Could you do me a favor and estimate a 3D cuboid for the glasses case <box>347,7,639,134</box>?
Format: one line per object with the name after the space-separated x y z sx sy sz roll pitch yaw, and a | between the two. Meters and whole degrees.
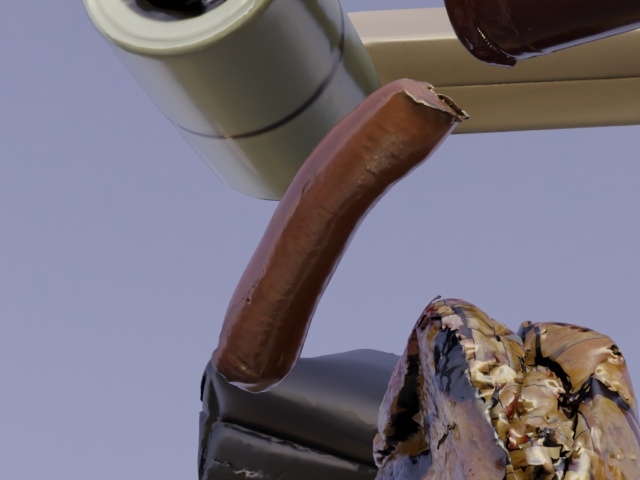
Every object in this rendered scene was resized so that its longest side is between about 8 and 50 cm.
0.178 -0.133 1.356 0.336 0.144 0.076 -3 -74 -3 | glasses case

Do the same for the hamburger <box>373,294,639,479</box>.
0.087 0.136 0.795 0.106 0.231 0.231 2 -53 -10 | hamburger

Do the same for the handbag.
0.091 0.169 1.486 0.288 0.342 0.152 -10 -67 -55 | handbag

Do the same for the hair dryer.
-0.018 -0.225 1.107 0.128 0.362 0.203 7 -21 22 | hair dryer

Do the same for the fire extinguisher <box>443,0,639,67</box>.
0.200 -0.171 1.044 0.269 0.105 0.105 -11 -42 39 | fire extinguisher

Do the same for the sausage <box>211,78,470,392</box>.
0.001 0.000 0.776 0.047 0.040 0.177 41 -56 14 | sausage
